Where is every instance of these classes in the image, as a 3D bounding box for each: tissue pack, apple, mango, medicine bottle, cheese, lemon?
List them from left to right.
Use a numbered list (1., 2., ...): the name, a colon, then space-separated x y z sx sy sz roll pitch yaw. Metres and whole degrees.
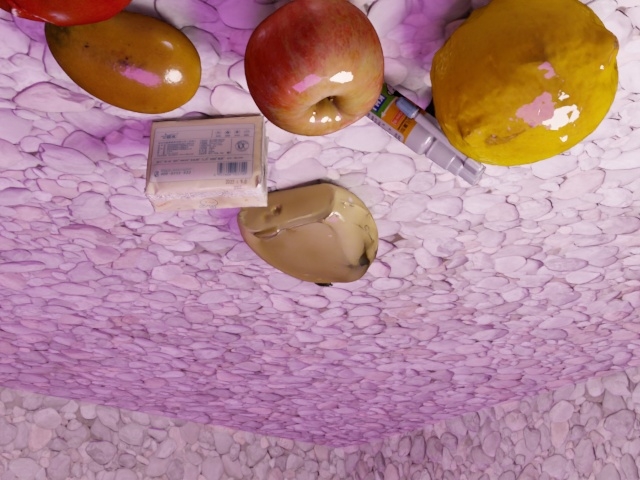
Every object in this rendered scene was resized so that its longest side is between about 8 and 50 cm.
1. mango: -0.277 -0.255 1.195 0.221 0.120 0.151 14 147 -14
2. tissue pack: -0.187 -0.127 1.416 0.196 0.148 0.092 -2 152 3
3. apple: -0.008 -0.242 1.183 0.209 0.164 0.209 -11 156 -5
4. cheese: 0.000 0.000 1.712 0.259 0.128 0.316 -6 148 27
5. medicine bottle: 0.158 -0.168 1.301 0.220 0.061 0.092 38 176 10
6. lemon: 0.279 -0.220 1.168 0.233 0.234 0.288 19 153 -34

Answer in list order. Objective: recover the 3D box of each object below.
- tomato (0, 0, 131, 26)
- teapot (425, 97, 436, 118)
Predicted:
1. tomato: -0.286 -0.366 0.836 0.298 0.226 0.299 16 159 6
2. teapot: 0.239 -0.184 1.376 0.177 0.096 0.087 3 153 -10
